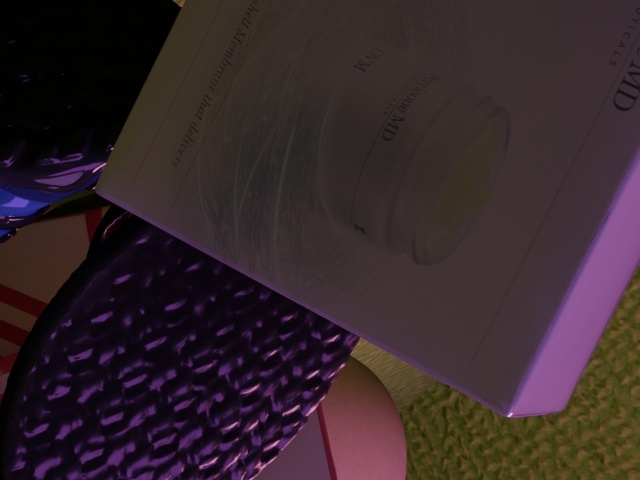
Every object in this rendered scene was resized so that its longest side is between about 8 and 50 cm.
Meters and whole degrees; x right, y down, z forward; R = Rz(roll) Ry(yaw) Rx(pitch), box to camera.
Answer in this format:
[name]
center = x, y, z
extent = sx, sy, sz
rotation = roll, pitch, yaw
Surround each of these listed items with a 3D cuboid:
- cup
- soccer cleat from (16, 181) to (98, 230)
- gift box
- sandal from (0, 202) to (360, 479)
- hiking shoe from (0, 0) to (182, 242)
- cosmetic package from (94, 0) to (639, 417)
[cup]
center = -0.107, 0.217, 1.746
extent = 0.331, 0.331, 0.237
rotation = -33, 142, 11
[soccer cleat]
center = -0.203, -0.038, 0.970
extent = 0.289, 0.093, 0.121
rotation = -37, -162, 8
[gift box]
center = -0.134, 0.083, 1.205
extent = 0.255, 0.276, 0.258
rotation = -16, 170, -6
[sandal]
center = -0.031, -0.022, 0.968
extent = 0.445, 0.167, 0.107
rotation = -55, -151, -12
[hiking shoe]
center = -0.194, -0.040, 0.859
extent = 0.304, 0.113, 0.132
rotation = -22, 163, -12
[cosmetic package]
center = 0.056, -0.067, 0.779
extent = 0.224, 0.225, 0.138
rotation = -64, 163, 4
